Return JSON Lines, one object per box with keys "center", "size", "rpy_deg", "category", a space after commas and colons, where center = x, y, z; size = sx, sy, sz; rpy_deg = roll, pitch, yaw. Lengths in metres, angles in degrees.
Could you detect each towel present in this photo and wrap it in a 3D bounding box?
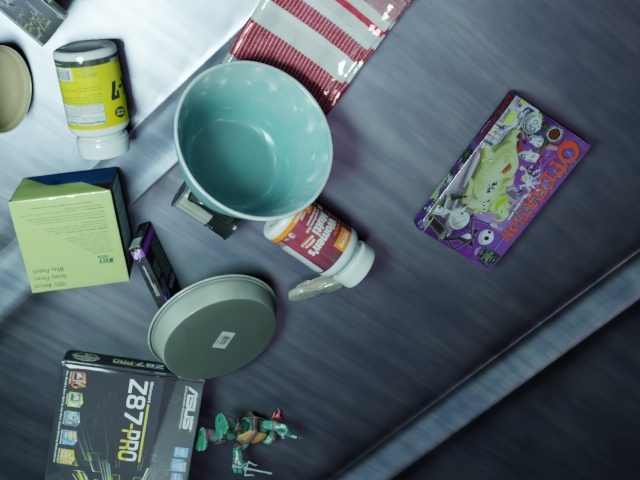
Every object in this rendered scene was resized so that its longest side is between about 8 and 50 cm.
{"center": [-0.011, -0.403, 1.635], "size": [0.237, 0.037, 0.329], "rpy_deg": [32, 109, -17], "category": "towel"}

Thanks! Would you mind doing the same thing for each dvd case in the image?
{"center": [-0.534, -0.424, 1.492], "size": [0.164, 0.221, 0.018], "rpy_deg": [41, 73, -21], "category": "dvd case"}

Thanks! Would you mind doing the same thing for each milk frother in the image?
{"center": [-0.208, -0.099, 1.741], "size": [0.135, 0.129, 0.143], "rpy_deg": [33, 65, -19], "category": "milk frother"}

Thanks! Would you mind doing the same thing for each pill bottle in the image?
{"center": [-0.430, -0.268, 1.616], "size": [0.119, 0.119, 0.208], "rpy_deg": [-6, 116, -2], "category": "pill bottle"}
{"center": [0.000, 0.000, 1.781], "size": [0.221, 0.121, 0.121], "rpy_deg": [35, 108, -19], "category": "pill bottle"}

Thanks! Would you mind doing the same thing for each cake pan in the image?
{"center": [-0.222, 0.196, 1.826], "size": [0.293, 0.054, 0.293], "rpy_deg": [-17, 138, -16], "category": "cake pan"}

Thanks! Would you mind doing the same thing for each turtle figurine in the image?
{"center": [-0.166, 0.461, 1.978], "size": [0.234, 0.118, 0.175], "rpy_deg": [21, 114, -39], "category": "turtle figurine"}

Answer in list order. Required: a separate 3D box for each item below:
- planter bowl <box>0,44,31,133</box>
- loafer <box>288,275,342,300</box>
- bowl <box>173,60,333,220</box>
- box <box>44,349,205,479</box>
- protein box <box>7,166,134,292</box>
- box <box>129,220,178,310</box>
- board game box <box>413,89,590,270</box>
{"center": [-0.637, -0.284, 1.583], "size": [0.109, 0.162, 0.162], "rpy_deg": [8, 118, 21], "category": "planter bowl"}
{"center": [-0.012, 0.100, 1.879], "size": [0.125, 0.039, 0.045], "rpy_deg": [-16, 149, 6], "category": "loafer"}
{"center": [-0.148, -0.169, 1.624], "size": [0.311, 0.163, 0.311], "rpy_deg": [6, 75, -23], "category": "bowl"}
{"center": [-0.449, 0.466, 1.925], "size": [0.318, 0.097, 0.395], "rpy_deg": [10, 97, -10], "category": "box"}
{"center": [-0.496, -0.023, 1.718], "size": [0.200, 0.136, 0.201], "rpy_deg": [-7, 115, -2], "category": "protein box"}
{"center": [-0.348, 0.055, 1.780], "size": [0.029, 0.116, 0.162], "rpy_deg": [-18, 115, 8], "category": "box"}
{"center": [0.381, -0.120, 1.801], "size": [0.208, 0.056, 0.347], "rpy_deg": [27, 110, -21], "category": "board game box"}
